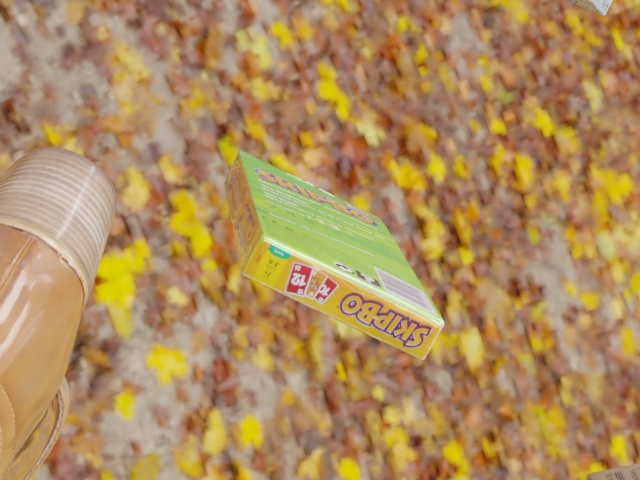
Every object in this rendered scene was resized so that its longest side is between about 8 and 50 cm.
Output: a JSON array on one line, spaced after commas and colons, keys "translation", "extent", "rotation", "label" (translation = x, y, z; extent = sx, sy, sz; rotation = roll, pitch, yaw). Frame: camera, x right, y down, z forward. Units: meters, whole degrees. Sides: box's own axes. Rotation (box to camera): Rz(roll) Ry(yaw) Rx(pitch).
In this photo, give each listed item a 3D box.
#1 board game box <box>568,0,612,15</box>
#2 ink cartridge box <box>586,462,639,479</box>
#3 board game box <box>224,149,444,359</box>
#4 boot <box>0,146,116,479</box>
[{"translation": [0.091, -0.170, 0.744], "extent": [0.026, 0.103, 0.154], "rotation": [-62, 152, 4], "label": "board game box"}, {"translation": [0.202, 0.245, 0.686], "extent": [0.193, 0.088, 0.234], "rotation": [-89, 167, -79], "label": "ink cartridge box"}, {"translation": [0.000, 0.000, 0.949], "extent": [0.124, 0.039, 0.259], "rotation": [26, 13, -12], "label": "board game box"}, {"translation": [-0.188, 0.111, 0.688], "extent": [0.109, 0.283, 0.220], "rotation": [30, 39, -10], "label": "boot"}]
